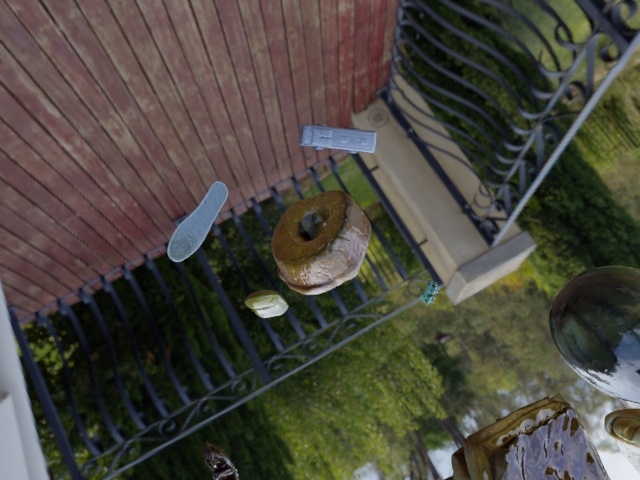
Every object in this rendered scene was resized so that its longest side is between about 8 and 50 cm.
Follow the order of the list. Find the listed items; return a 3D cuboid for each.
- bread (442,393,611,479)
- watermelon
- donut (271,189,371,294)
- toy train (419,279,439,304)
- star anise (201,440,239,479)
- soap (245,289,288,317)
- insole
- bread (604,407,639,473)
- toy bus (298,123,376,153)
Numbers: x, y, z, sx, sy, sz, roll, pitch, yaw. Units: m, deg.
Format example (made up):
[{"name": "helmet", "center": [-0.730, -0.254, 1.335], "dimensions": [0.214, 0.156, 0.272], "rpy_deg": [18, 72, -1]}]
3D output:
[{"name": "bread", "center": [0.368, 0.488, 1.097], "dimensions": [0.314, 0.370, 0.191], "rpy_deg": [-7, 164, -39]}, {"name": "watermelon", "center": [0.682, 0.210, 1.360], "dimensions": [0.279, 0.359, 0.279], "rpy_deg": [-58, -175, 8]}, {"name": "donut", "center": [0.000, 0.000, 1.738], "dimensions": [0.299, 0.317, 0.150], "rpy_deg": [-34, 125, -7]}, {"name": "toy train", "center": [0.340, 0.161, 1.938], "dimensions": [0.029, 0.045, 0.092], "rpy_deg": [-14, 137, -32]}, {"name": "star anise", "center": [-0.238, 0.574, 1.548], "dimensions": [0.057, 0.168, 0.168], "rpy_deg": [-34, 164, -10]}, {"name": "soap", "center": [-0.131, 0.154, 1.527], "dimensions": [0.089, 0.045, 0.140], "rpy_deg": [-8, 158, 7]}, {"name": "insole", "center": [-0.278, -0.044, 1.442], "dimensions": [0.080, 0.003, 0.232], "rpy_deg": [55, 53, -38]}, {"name": "bread", "center": [0.867, 0.542, 1.619], "dimensions": [0.121, 0.173, 0.311], "rpy_deg": [-50, 121, -12]}, {"name": "toy bus", "center": [0.042, -0.248, 1.526], "dimensions": [0.191, 0.064, 0.075], "rpy_deg": [6, -168, -2]}]
